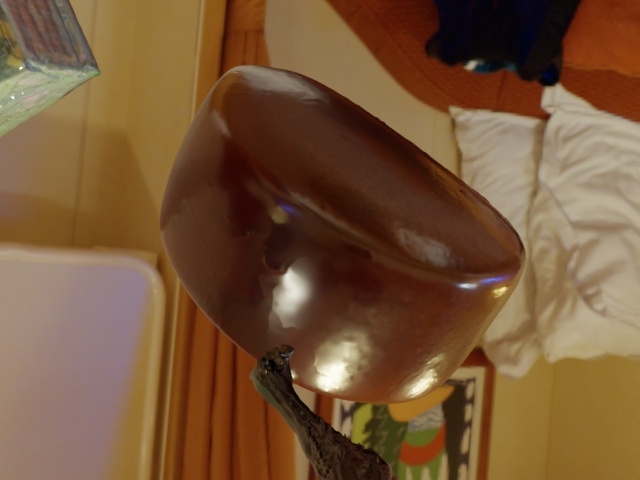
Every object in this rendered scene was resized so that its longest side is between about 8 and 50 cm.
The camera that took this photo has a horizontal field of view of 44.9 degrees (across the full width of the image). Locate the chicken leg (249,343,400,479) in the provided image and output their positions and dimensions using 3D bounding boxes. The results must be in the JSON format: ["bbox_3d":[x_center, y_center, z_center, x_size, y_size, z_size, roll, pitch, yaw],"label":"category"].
[{"bbox_3d":[0.015,0.191,0.555,0.051,0.253,0.106,-7,162,-43],"label":"chicken leg"}]

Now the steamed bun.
[{"bbox_3d":[0.000,0.000,0.793,0.379,0.235,0.248,37,-148,10],"label":"steamed bun"}]

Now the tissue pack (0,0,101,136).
[{"bbox_3d":[-0.350,-0.226,0.640,0.228,0.310,0.128,-25,180,21],"label":"tissue pack"}]
